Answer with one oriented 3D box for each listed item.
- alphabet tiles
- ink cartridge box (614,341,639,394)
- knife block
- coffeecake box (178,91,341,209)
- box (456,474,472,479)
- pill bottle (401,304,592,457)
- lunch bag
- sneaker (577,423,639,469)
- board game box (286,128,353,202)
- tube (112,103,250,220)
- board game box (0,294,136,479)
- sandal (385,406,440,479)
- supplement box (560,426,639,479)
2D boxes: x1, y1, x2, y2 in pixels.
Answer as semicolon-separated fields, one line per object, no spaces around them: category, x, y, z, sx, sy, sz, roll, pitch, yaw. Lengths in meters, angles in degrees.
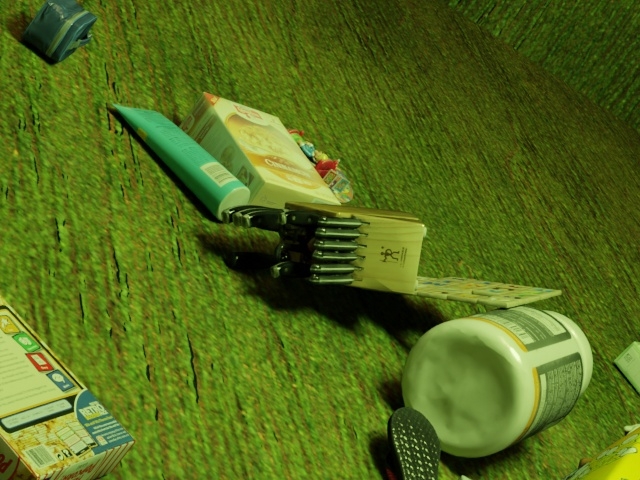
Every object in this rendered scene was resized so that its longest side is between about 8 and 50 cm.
alphabet tiles;0.164;0.060;2.079;0.237;0.009;0.198;7;6;27
ink cartridge box;0.573;0.259;2.488;0.171;0.056;0.235;12;37;-50
knife block;0.000;0.000;1.976;0.242;0.088;0.275;9;5;-1
coffeecake box;-0.080;-0.096;2.108;0.142;0.068;0.185;15;31;-46
box;0.212;0.347;1.728;0.145;0.038;0.186;30;24;-23
pill bottle;0.222;0.161;1.954;0.162;0.162;0.278;46;21;18
lunch bag;-0.323;-0.266;2.052;0.065;0.067;0.098;38;19;-4
sneaker;0.444;0.243;1.984;0.290;0.106;0.123;-20;35;-17
board game box;-0.012;-0.124;2.327;0.169;0.033;0.133;32;22;-20
tube;-0.171;-0.107;2.014;0.207;0.052;0.080;44;16;27
board game box;-0.266;0.128;1.366;0.193;0.045;0.147;45;22;16
sandal;0.095;0.252;1.739;0.067;0.040;0.179;23;40;-24
supplement box;0.254;0.341;1.504;0.195;0.194;0.356;53;28;6
